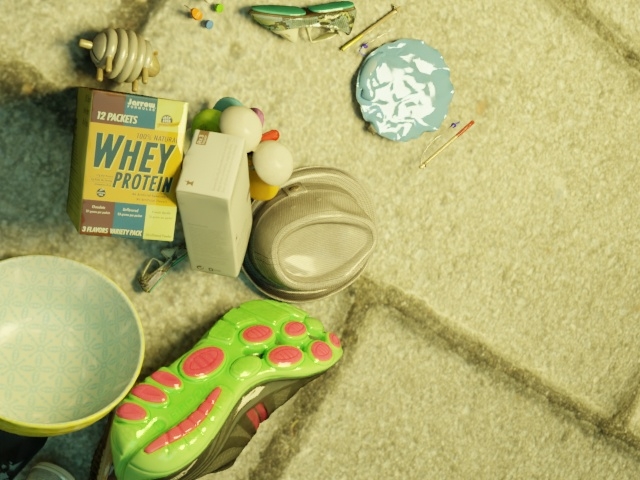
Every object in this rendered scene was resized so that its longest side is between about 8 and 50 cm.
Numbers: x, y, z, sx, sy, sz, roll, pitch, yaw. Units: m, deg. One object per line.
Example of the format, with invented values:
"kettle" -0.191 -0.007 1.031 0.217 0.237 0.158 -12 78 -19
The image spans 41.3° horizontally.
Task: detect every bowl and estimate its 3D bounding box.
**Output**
"bowl" -0.426 0.183 1.289 0.289 0.290 0.156 6 141 -23

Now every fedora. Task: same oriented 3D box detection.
"fedora" 0.000 0.000 1.460 0.275 0.124 0.244 -9 105 -20

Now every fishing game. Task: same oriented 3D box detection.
"fishing game" 0.148 -0.264 1.511 0.189 0.041 0.264 -42 105 -9

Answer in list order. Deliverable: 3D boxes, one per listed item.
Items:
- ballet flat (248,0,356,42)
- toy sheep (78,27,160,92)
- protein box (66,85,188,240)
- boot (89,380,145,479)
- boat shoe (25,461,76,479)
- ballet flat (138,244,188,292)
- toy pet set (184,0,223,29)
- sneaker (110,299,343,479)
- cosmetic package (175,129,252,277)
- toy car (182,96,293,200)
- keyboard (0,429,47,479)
"ballet flat" -0.027 -0.358 1.407 0.188 0.070 0.070 -7 104 -17
"toy sheep" -0.305 -0.280 1.294 0.132 0.091 0.091 15 96 -39
"protein box" -0.294 -0.119 1.271 0.135 0.200 0.201 4 99 -22
"boot" -0.273 0.366 1.446 0.206 0.090 0.249 16 92 -22
"boat shoe" -0.448 0.518 1.381 0.118 0.103 0.321 11 106 15
"ballet flat" -0.259 0.036 1.410 0.114 0.041 0.041 -45 114 -9
"toy pet set" -0.194 -0.419 1.338 0.122 0.065 0.114 -58 150 1
"sneaker" -0.155 0.250 1.392 0.482 0.185 0.202 -26 150 -43
"cosmetic package" -0.158 -0.051 1.300 0.085 0.231 0.117 10 60 2
"toy car" -0.126 -0.156 1.378 0.182 0.159 0.136 46 47 -24
"keyboard" -0.599 0.281 1.328 0.201 0.033 0.317 -48 113 -9
